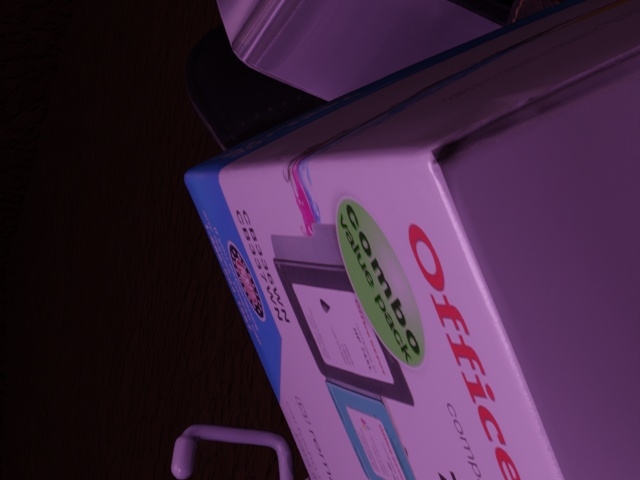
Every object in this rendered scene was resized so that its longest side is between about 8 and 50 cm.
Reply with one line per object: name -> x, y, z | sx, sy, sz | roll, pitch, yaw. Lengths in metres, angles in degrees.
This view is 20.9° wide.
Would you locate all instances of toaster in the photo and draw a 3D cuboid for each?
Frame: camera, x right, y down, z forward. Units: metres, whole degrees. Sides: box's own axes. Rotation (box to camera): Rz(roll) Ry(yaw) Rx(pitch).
toaster -> 0.026, -0.164, 1.024 | 0.110, 0.186, 0.168 | -53, 32, 29

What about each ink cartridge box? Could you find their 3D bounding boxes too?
ink cartridge box -> 0.106, 0.025, 0.563 | 0.198, 0.197, 0.270 | 67, 165, -7

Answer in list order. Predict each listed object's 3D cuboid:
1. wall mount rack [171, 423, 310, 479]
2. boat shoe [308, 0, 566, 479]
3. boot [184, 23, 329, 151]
wall mount rack -> -0.086, 0.321, 1.323 | 0.350, 0.130, 0.304 | 120, 151, -55
boat shoe -> 0.072, 0.035, 0.898 | 0.132, 0.130, 0.355 | -122, 41, -64
boot -> 0.000, 0.000, 1.098 | 0.263, 0.091, 0.229 | -109, -1, -47
